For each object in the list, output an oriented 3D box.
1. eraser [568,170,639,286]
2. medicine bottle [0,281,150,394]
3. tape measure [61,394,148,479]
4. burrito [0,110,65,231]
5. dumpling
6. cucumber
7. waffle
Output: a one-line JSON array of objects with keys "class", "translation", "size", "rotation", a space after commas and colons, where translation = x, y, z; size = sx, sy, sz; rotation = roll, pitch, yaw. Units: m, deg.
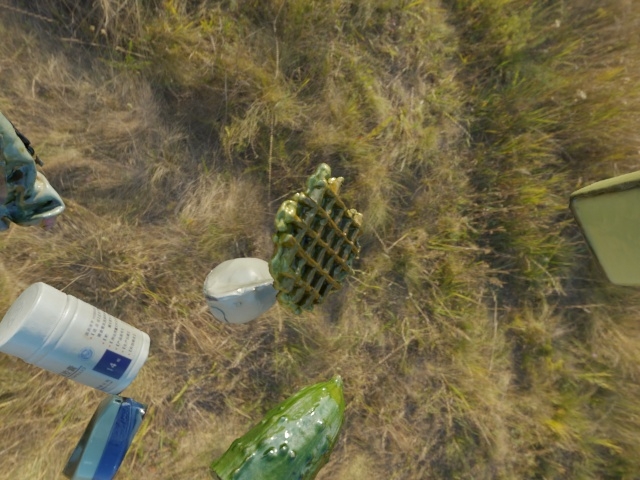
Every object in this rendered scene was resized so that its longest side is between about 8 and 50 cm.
[{"class": "eraser", "translation": [0.337, -0.016, 0.392], "size": [0.058, 0.172, 0.117], "rotation": [-27, 90, -10]}, {"class": "medicine bottle", "translation": [-0.656, 0.267, 1.115], "size": [0.332, 0.190, 0.189], "rotation": [42, 69, -34]}, {"class": "tape measure", "translation": [-0.672, 0.622, 1.289], "size": [0.138, 0.259, 0.262], "rotation": [28, 49, -15]}, {"class": "burrito", "translation": [-0.274, -0.114, 0.250], "size": [0.096, 0.066, 0.309], "rotation": [-18, 140, -6]}, {"class": "dumpling", "translation": [-0.186, 0.131, 1.147], "size": [0.260, 0.341, 0.181], "rotation": [-14, 61, -7]}, {"class": "cucumber", "translation": [-0.040, 0.295, 0.618], "size": [0.244, 0.134, 0.134], "rotation": [-42, 106, -32]}, {"class": "waffle", "translation": [0.002, 0.007, 0.844], "size": [0.281, 0.058, 0.300], "rotation": [-48, 141, -32]}]
